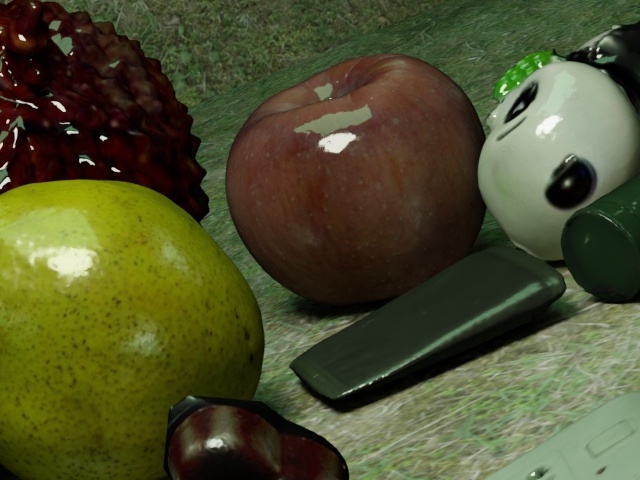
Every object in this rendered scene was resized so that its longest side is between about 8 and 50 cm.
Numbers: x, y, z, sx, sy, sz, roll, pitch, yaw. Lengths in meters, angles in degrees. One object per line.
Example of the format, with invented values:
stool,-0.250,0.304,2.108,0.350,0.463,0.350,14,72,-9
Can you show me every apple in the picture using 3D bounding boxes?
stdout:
apple,0.043,-0.058,2.008,0.305,0.235,0.306,-21,15,6

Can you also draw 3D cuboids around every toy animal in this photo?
toy animal,0.270,-0.104,1.925,0.266,0.212,0.212,-22,13,-30

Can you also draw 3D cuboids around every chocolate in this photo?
chocolate,-0.058,0.189,1.402,0.125,0.148,0.080,-57,12,8

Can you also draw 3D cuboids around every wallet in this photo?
wallet,0.098,0.083,1.775,0.245,0.052,0.168,-27,14,-10

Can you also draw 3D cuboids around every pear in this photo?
pear,-0.192,0.083,1.689,0.294,0.294,0.294,-18,13,4

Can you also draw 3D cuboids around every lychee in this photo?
lychee,-0.323,-0.067,2.035,0.424,0.500,0.424,2,46,-2

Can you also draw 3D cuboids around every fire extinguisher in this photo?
fire extinguisher,0.354,-0.042,1.810,0.311,0.095,0.114,-30,-13,-35

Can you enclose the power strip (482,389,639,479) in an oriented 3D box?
power strip,0.213,0.175,1.130,0.261,0.141,0.229,-33,12,4

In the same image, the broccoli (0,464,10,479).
broccoli,-0.377,0.115,1.790,0.165,0.304,0.145,-11,42,-1
